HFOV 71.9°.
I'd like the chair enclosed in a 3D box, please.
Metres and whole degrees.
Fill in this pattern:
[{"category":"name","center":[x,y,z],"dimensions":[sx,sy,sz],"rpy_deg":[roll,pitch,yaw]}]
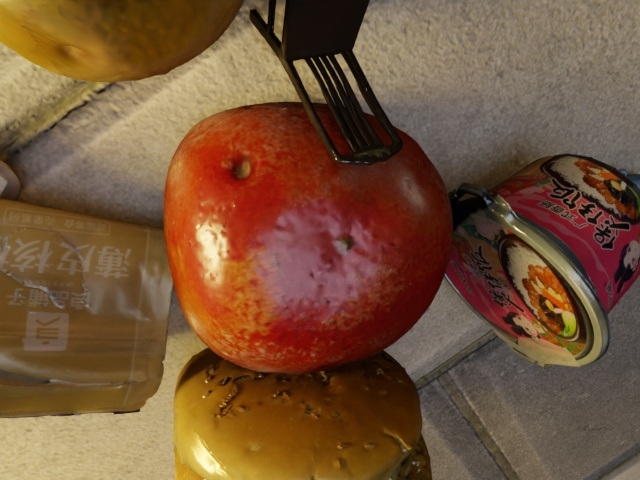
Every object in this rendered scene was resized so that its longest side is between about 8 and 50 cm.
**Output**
[{"category":"chair","center":[0.013,-0.177,0.389],"dimensions":[0.084,0.212,0.101],"rpy_deg":[-19,156,-21]}]

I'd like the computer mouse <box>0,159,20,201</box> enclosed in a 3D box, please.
[{"category":"computer mouse","center":[-0.392,-0.017,0.452],"dimensions":[0.102,0.044,0.199],"rpy_deg":[28,108,-32]}]

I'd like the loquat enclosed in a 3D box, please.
[{"category":"loquat","center":[-0.155,-0.243,0.323],"dimensions":[0.244,0.244,0.243],"rpy_deg":[-7,117,-14]}]

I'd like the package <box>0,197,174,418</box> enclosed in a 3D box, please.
[{"category":"package","center":[-0.313,0.085,0.426],"dimensions":[0.312,0.165,0.221],"rpy_deg":[12,117,-34]}]

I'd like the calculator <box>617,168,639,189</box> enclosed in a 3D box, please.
[{"category":"calculator","center":[0.469,-0.016,0.716],"dimensions":[0.121,0.039,0.210],"rpy_deg":[-14,118,-12]}]

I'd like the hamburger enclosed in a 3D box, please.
[{"category":"hamburger","center":[-0.022,0.228,0.546],"dimensions":[0.305,0.284,0.174],"rpy_deg":[-1,103,-17]}]

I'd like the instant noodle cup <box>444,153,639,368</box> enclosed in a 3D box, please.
[{"category":"instant noodle cup","center":[0.293,0.005,0.574],"dimensions":[0.182,0.258,0.302],"rpy_deg":[-38,133,-13]}]

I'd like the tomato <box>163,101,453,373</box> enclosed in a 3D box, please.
[{"category":"tomato","center":[0.003,-0.006,0.457],"dimensions":[0.339,0.144,0.337],"rpy_deg":[0,89,-15]}]
